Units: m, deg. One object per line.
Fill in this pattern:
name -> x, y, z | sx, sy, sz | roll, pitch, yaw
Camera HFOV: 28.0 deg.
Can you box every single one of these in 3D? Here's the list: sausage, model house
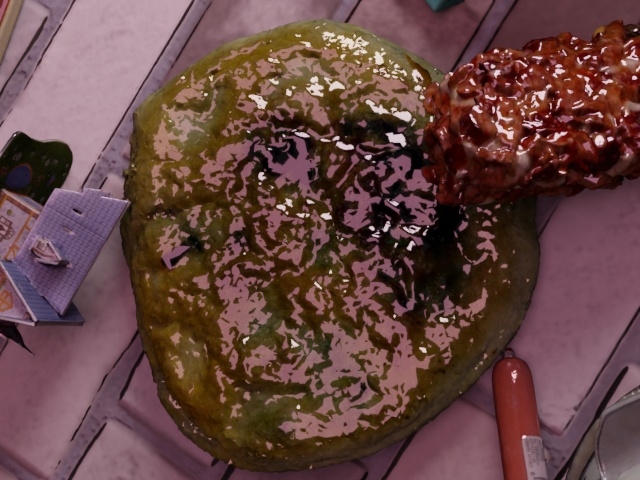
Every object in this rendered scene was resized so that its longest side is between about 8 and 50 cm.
sausage -> 0.137, 0.176, 0.837 | 0.029, 0.029, 0.223 | -10, 65, 13
model house -> -0.205, 0.017, 0.920 | 0.088, 0.117, 0.167 | 32, 91, 13

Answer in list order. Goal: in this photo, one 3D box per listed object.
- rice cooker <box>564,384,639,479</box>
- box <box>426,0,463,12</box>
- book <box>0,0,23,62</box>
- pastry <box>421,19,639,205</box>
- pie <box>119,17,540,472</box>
rice cooker -> 0.250, 0.213, 0.703 | 0.264, 0.316, 0.317 | -36, 76, 31
box -> 0.089, -0.285, 0.841 | 0.041, 0.229, 0.162 | -27, 75, -36
book -> -0.414, -0.214, 1.041 | 0.373, 0.028, 0.263 | 19, 87, 15
pastry -> 0.167, -0.080, 0.829 | 0.208, 0.097, 0.115 | -13, 75, -14
pie -> 0.000, 0.000, 0.896 | 0.323, 0.070, 0.323 | -1, 84, 12
